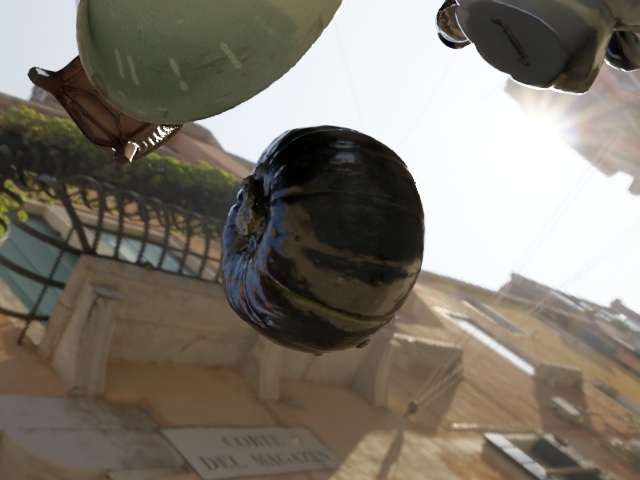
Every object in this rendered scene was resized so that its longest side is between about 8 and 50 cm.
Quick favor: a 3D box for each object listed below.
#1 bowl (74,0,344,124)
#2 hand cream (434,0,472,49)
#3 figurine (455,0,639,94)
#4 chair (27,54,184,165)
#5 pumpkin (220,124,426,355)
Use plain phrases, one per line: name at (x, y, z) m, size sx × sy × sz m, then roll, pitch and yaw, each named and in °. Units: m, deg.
bowl at (-0.159, -0.375, 0.987) m, size 0.435 × 0.196 × 0.434 m, roll -36°, pitch -22°, yaw -17°
hand cream at (0.111, -0.182, 0.577) m, size 0.062 × 0.039 × 0.163 m, roll -53°, pitch -4°, yaw -1°
figurine at (0.112, -0.107, 0.314) m, size 0.086 × 0.082 × 0.094 m, roll -49°, pitch -64°, yaw -11°
chair at (-0.314, -0.224, 1.232) m, size 0.176 × 0.326 × 0.183 m, roll -37°, pitch -78°, yaw -6°
pumpkin at (0.000, 0.000, 1.084) m, size 0.241 × 0.323 × 0.323 m, roll 12°, pitch -71°, yaw -29°
